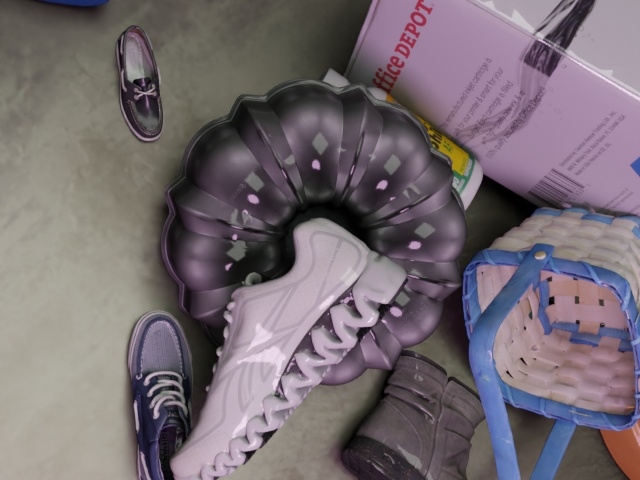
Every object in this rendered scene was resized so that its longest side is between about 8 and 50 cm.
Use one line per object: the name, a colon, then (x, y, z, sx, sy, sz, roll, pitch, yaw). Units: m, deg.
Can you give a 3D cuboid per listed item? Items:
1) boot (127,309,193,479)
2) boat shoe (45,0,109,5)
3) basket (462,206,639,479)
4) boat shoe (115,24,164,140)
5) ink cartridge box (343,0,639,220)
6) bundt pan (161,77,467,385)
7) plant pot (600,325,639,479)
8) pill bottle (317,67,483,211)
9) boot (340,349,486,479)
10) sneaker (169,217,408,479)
boot: (-0.153, 0.161, 1.039, 0.069, 0.086, 0.190, -3, 80, -20)
boat shoe: (-0.334, -0.323, 1.063, 0.258, 0.109, 0.089, 18, 70, -18)
basket: (0.247, 0.119, 1.102, 0.289, 0.201, 0.254, -50, 136, -44)
boat shoe: (-0.194, -0.172, 1.118, 0.046, 0.038, 0.125, -6, 81, -21)
ink cartridge box: (0.248, -0.183, 1.111, 0.395, 0.285, 0.166, 30, 69, 1)
bundt pan: (0.000, 0.000, 1.042, 0.331, 0.124, 0.330, -1, 99, -5)
plant pot: (0.501, 0.172, 1.213, 0.291, 0.203, 0.290, 5, 77, -20)
pill bottle: (0.069, -0.098, 1.156, 0.208, 0.117, 0.117, 35, 70, -10)
boot: (0.152, 0.243, 1.141, 0.246, 0.083, 0.161, 42, 61, -11)
sneaker: (-0.051, 0.105, 0.950, 0.118, 0.110, 0.292, 41, 100, 3)
